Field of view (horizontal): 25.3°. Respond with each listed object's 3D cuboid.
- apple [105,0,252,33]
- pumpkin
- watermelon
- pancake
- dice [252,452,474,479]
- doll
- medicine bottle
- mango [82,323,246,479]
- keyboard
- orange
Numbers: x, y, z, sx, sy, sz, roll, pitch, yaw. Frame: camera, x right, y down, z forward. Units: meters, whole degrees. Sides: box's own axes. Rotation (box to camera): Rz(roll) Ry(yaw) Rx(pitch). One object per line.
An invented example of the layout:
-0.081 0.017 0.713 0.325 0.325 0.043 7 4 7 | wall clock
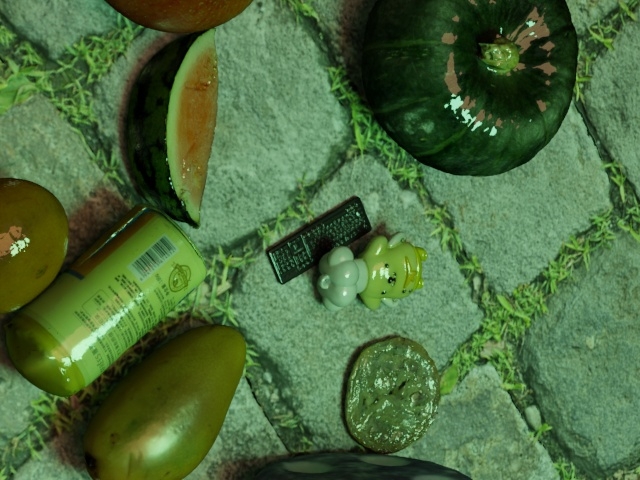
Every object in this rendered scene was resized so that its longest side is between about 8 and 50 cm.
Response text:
-0.160 -0.342 1.607 0.235 0.173 0.210 4 93 -33 | apple
0.198 -0.233 1.818 0.300 0.207 0.300 2 86 -26 | pumpkin
-0.168 -0.137 1.694 0.119 0.063 0.245 6 86 -50 | watermelon
0.094 0.206 1.900 0.158 0.028 0.158 -2 94 -29 | pancake
0.055 0.417 1.750 0.270 0.271 0.270 1 94 -32 | dice
0.065 0.044 1.844 0.162 0.062 0.106 -7 111 -31 | doll
-0.249 0.073 1.620 0.239 0.124 0.124 -42 114 -22 | medicine bottle
-0.175 0.200 1.685 0.253 0.113 0.138 -47 112 -27 | mango
0.000 0.000 1.832 0.155 0.010 0.053 -32 111 -26 | keyboard
-0.348 0.003 1.542 0.124 0.156 0.156 35 71 16 | orange
